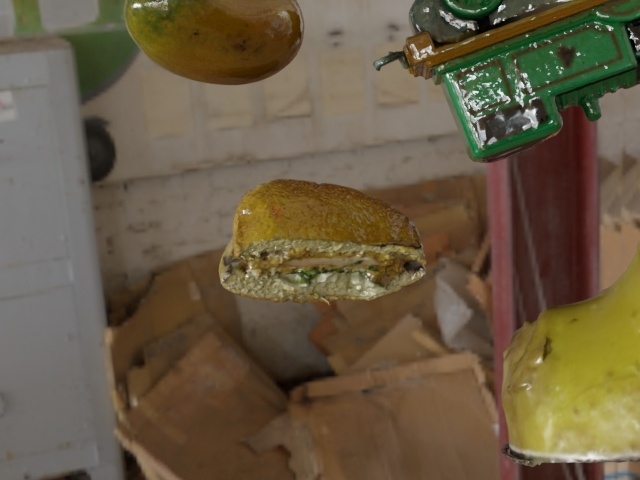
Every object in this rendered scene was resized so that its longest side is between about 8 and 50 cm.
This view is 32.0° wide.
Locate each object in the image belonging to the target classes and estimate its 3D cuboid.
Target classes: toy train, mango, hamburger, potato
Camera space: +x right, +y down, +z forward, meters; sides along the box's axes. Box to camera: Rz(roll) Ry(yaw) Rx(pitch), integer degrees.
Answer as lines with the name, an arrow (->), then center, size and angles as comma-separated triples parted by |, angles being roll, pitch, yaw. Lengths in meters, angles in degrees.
toy train -> 0.283, -0.251, 1.391 | 0.429, 0.249, 0.178 | -19, 0, 5
mango -> -0.122, -0.239, 1.239 | 0.221, 0.120, 0.151 | 0, -16, -34
hamburger -> 0.000, 0.000, 1.475 | 0.283, 0.144, 0.156 | 2, 41, -21
potato -> 0.332, 0.007, 0.880 | 0.397, 0.295, 0.290 | -8, -2, 34
